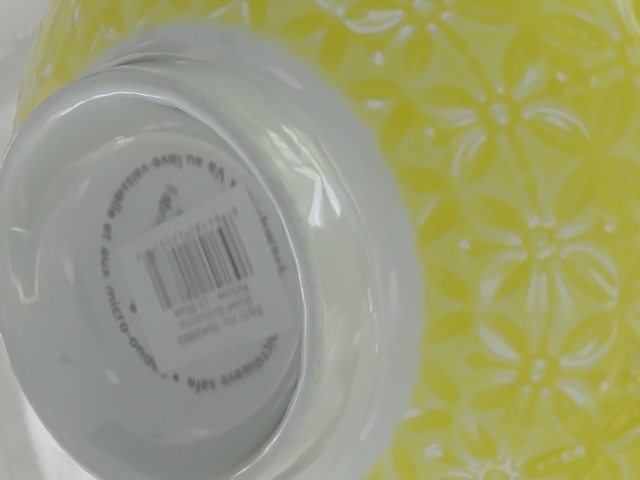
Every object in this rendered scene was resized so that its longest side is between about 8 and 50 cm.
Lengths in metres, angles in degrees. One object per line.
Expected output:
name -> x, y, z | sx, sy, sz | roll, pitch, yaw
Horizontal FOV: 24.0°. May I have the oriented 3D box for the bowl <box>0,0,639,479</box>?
bowl -> 0.000, 0.000, 0.438 | 0.289, 0.156, 0.290 | 9, -74, 34
